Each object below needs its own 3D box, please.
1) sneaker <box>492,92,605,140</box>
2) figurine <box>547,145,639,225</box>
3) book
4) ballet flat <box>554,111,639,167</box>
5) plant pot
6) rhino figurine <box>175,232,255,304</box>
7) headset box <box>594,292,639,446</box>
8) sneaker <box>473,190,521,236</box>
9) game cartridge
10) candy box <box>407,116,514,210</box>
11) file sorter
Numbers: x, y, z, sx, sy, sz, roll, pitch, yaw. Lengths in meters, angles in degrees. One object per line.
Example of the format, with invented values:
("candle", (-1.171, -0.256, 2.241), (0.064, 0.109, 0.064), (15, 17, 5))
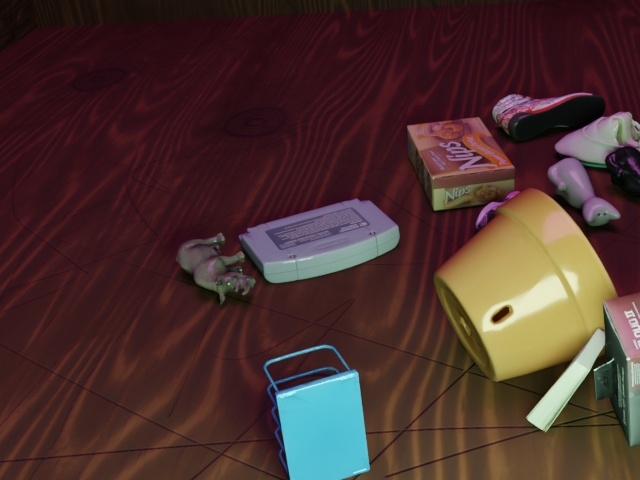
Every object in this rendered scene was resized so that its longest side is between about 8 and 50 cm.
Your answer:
("sneaker", (0.571, -0.335, 2.429), (0.270, 0.090, 0.145), (-17, 32, -13))
("figurine", (0.609, -0.102, 2.000), (0.214, 0.092, 0.209), (-11, 33, -6))
("book", (0.367, 0.204, 1.417), (0.035, 0.144, 0.096), (35, 41, 14))
("ballet flat", (0.714, -0.222, 2.146), (0.400, 0.139, 0.139), (19, 38, 40))
("plant pot", (0.314, 0.089, 1.529), (0.203, 0.291, 0.291), (-28, 31, -5))
("rhino figurine", (-0.204, 0.058, 1.887), (0.106, 0.073, 0.243), (-17, 31, -26))
("headset box", (0.523, 0.162, 1.331), (0.293, 0.218, 0.110), (-13, 44, 5))
("sneaker", (0.384, -0.043, 1.955), (0.077, 0.072, 0.178), (31, 51, 34))
("game cartridge", (0.000, 0.000, 1.973), (0.297, 0.062, 0.198), (-16, 34, -16))
("candy box", (0.315, -0.182, 2.202), (0.183, 0.088, 0.316), (-8, 29, -2))
("file sorter", (-0.010, 0.252, 1.383), (0.118, 0.170, 0.104), (-15, 27, -14))
